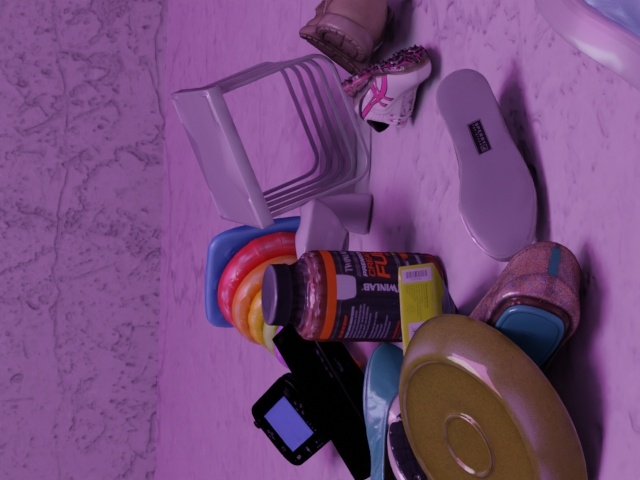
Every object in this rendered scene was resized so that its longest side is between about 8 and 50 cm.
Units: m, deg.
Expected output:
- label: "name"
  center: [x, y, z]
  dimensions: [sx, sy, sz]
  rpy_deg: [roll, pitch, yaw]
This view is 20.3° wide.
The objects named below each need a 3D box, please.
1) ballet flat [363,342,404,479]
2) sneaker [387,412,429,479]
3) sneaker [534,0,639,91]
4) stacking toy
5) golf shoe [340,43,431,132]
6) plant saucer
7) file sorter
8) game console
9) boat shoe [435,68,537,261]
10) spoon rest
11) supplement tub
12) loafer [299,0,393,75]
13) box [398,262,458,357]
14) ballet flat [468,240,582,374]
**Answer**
- label: "ballet flat"
  center: [0.099, 0.241, 2.040]
  dimensions: [0.087, 0.083, 0.247]
  rpy_deg: [2, 91, 51]
- label: "sneaker"
  center: [0.135, 0.305, 1.881]
  dimensions: [0.110, 0.107, 0.275]
  rpy_deg: [79, -176, -49]
- label: "sneaker"
  center: [0.280, -0.182, 1.310]
  dimensions: [0.366, 0.135, 0.150]
  rpy_deg: [53, 132, 54]
- label: "stacking toy"
  center: [-0.025, 0.110, 2.408]
  dimensions: [0.302, 0.175, 0.165]
  rpy_deg: [48, 143, 49]
- label: "golf shoe"
  center: [0.093, -0.180, 2.130]
  dimensions: [0.086, 0.067, 0.186]
  rpy_deg: [60, 160, -5]
- label: "plant saucer"
  center: [0.149, 0.185, 1.673]
  dimensions: [0.241, 0.037, 0.241]
  rpy_deg: [36, 140, 37]
- label: "file sorter"
  center: [-0.068, -0.142, 2.418]
  dimensions: [0.192, 0.173, 0.278]
  rpy_deg: [69, 168, -9]
- label: "game console"
  center: [-0.008, 0.225, 2.292]
  dimensions: [0.213, 0.044, 0.361]
  rpy_deg: [59, 157, 9]
- label: "boat shoe"
  center: [0.174, -0.069, 1.791]
  dimensions: [0.070, 0.078, 0.219]
  rpy_deg: [50, -155, -57]
- label: "spoon rest"
  center: [0.000, 0.000, 2.194]
  dimensions: [0.276, 0.084, 0.137]
  rpy_deg: [-54, -28, -71]
- label: "supplement tub"
  center: [0.036, 0.064, 2.028]
  dimensions: [0.106, 0.198, 0.106]
  rpy_deg: [-179, 90, -74]
- label: "loafer"
  center: [0.042, -0.272, 2.256]
  dimensions: [0.092, 0.102, 0.268]
  rpy_deg: [-54, 9, -2]
- label: "box"
  center: [0.120, 0.104, 1.900]
  dimensions: [0.178, 0.042, 0.109]
  rpy_deg: [55, -150, -66]
- label: "ballet flat"
  center: [0.177, 0.102, 1.731]
  dimensions: [0.316, 0.108, 0.106]
  rpy_deg: [123, 166, -54]
